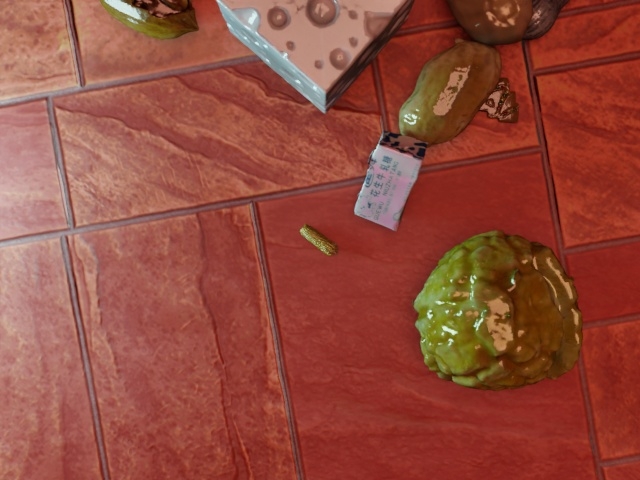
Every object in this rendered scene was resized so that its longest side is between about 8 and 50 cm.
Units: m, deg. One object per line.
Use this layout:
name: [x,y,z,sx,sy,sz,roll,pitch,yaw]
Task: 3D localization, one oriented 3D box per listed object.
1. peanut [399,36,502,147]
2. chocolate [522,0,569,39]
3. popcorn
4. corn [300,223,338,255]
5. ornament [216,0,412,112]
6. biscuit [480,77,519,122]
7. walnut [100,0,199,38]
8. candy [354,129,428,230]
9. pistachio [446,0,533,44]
peanut: [0.228,-0.262,1.579,0.129,0.129,0.224,34,91,0]
chocolate: [0.408,-0.430,1.603,0.072,0.072,0.167,39,88,0]
popcorn: [0.302,0.118,1.526,0.282,0.247,0.282,0,91,-18]
corn: [0.000,0.000,1.632,0.083,0.027,0.028,38,74,2]
ornament: [-0.003,-0.397,1.523,0.240,0.240,0.239,41,90,0]
biscuit: [0.328,-0.250,1.632,0.082,0.016,0.092,-40,89,0]
walnut: [-0.308,-0.428,1.591,0.207,0.116,0.116,31,91,0]
candy: [0.122,-0.108,1.579,0.092,0.073,0.160,20,121,2]
pistachio: [0.283,-0.425,1.552,0.126,0.152,0.223,-32,59,4]
